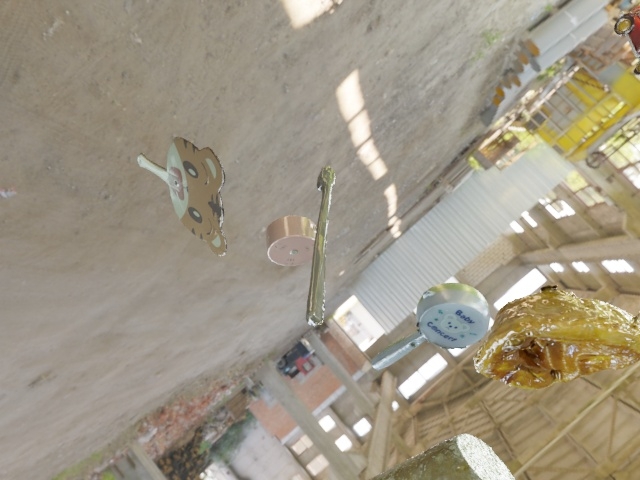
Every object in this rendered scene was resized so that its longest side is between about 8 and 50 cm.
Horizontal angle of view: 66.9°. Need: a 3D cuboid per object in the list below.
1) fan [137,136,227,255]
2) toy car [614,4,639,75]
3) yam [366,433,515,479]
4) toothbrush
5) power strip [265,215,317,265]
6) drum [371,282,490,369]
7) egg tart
[{"bbox_3d":[-0.194,-0.080,0.659,0.008,0.227,0.152,-26,133,-38],"label":"fan"},{"bbox_3d":[0.589,-0.351,0.823,0.112,0.139,0.112,-8,168,-38],"label":"toy car"},{"bbox_3d":[0.106,0.262,0.498,0.179,0.078,0.078,-44,171,27],"label":"yam"},{"bbox_3d":[0.000,0.000,0.787,0.030,0.030,0.297,-45,-146,51],"label":"toothbrush"},{"bbox_3d":[-0.076,0.002,1.365,0.154,0.078,0.154,-5,145,-4],"label":"power strip"},{"bbox_3d":[0.163,0.149,0.826,0.253,0.130,0.049,-28,-153,32],"label":"drum"},{"bbox_3d":[0.478,0.191,0.972,0.352,0.153,0.339,11,148,-21],"label":"egg tart"}]
